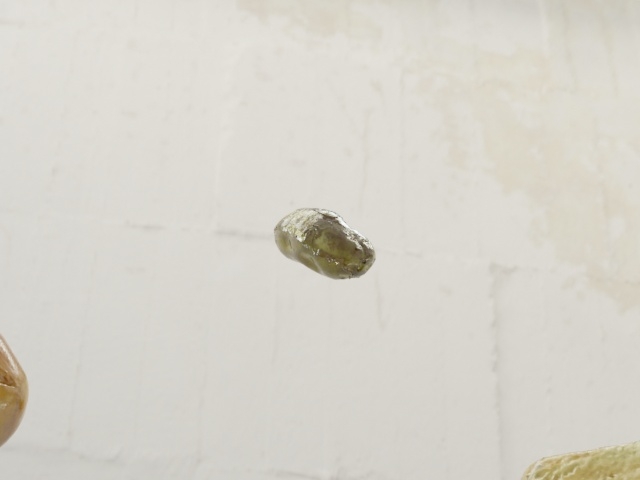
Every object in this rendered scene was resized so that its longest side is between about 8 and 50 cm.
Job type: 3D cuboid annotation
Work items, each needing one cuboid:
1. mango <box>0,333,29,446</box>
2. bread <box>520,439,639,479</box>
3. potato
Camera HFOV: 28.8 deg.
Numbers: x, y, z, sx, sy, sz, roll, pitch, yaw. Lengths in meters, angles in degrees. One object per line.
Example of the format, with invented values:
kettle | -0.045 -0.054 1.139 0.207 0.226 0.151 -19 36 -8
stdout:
mango | -0.145 0.047 0.431 0.089 0.046 0.060 19 -112 -30
bread | 0.224 0.176 0.782 0.211 0.083 0.114 -17 -154 27
potato | 0.000 0.000 0.853 0.045 0.046 0.092 -43 -141 -13
